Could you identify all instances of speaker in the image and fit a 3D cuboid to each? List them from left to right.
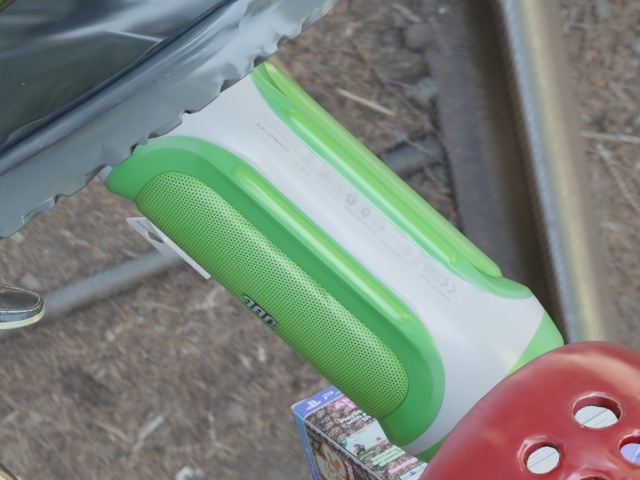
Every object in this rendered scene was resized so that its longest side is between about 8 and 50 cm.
[{"bbox_3d":[0.000,0.000,0.874,0.296,0.131,0.131,42,83,-3],"label":"speaker"}]

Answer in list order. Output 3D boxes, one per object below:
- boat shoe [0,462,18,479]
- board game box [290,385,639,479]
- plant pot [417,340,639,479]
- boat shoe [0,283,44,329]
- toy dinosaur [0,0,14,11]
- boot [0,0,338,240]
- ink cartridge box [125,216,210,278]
[{"bbox_3d":[-0.448,0.269,1.780,0.190,0.068,0.072,40,77,-23],"label":"boat shoe"},{"bbox_3d":[0.151,0.221,1.436,0.232,0.291,0.141,-26,119,-21],"label":"board game box"},{"bbox_3d":[0.150,0.166,0.661,0.191,0.174,0.191,-21,128,-30],"label":"plant pot"},{"bbox_3d":[-0.369,0.059,1.568,0.152,0.056,0.049,4,125,-10],"label":"boat shoe"},{"bbox_3d":[-0.128,-0.091,0.444,0.064,0.118,0.268,39,44,4],"label":"toy dinosaur"},{"bbox_3d":[-0.211,-0.226,0.645,0.367,0.146,0.445,-36,105,-4],"label":"boot"},{"bbox_3d":[-0.118,-0.039,1.507,0.143,0.090,0.092,-43,140,1],"label":"ink cartridge box"}]
